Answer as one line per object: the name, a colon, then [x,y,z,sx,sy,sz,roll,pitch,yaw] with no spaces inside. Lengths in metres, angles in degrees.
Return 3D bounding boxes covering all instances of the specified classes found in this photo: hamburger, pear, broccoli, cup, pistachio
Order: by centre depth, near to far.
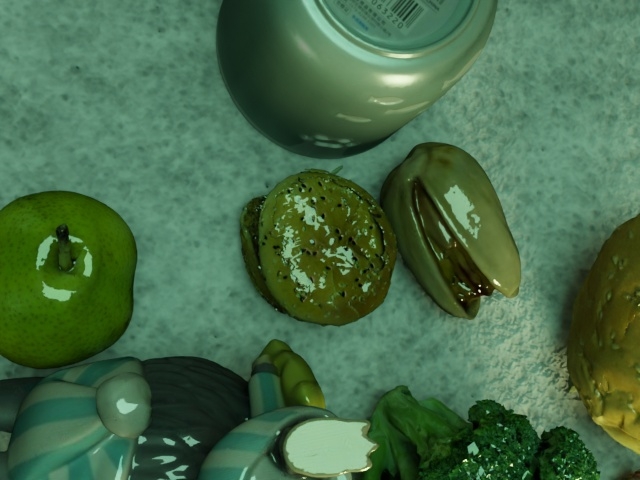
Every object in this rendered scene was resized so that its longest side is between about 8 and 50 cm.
pear: [-0.254,0.035,1.012,0.166,0.216,0.180,23,72,-15]
broccoli: [0.145,0.286,1.084,0.307,0.275,0.308,-13,131,-16]
cup: [0.080,-0.259,1.107,0.356,0.274,0.259,-24,90,-16]
hamburger: [0.000,0.000,1.136,0.177,0.113,0.186,20,79,-10]
hamburger: [0.404,0.106,1.146,0.259,0.144,0.283,21,108,28]
pistachio: [0.150,-0.013,1.181,0.129,0.131,0.206,-26,97,28]

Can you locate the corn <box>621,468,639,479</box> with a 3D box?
corn: [0.319,0.361,1.196,0.237,0.079,0.079,-39,94,-14]

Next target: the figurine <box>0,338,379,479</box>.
figurine: [-0.173,0.236,0.932,0.377,0.361,0.266,-5,84,-14]
